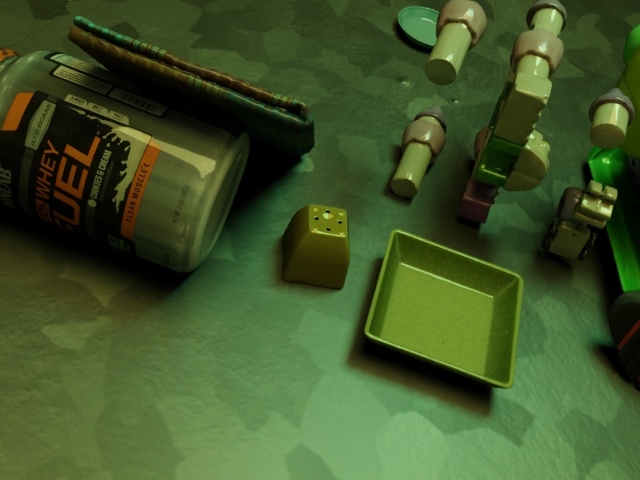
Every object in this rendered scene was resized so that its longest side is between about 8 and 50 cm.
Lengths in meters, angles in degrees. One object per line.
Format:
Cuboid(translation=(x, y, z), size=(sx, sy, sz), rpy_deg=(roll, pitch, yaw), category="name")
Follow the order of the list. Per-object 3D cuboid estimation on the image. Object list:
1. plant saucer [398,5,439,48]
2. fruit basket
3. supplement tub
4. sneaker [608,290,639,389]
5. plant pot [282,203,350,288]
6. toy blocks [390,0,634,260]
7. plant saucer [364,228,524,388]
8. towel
Cuboid(translation=(0.196, -0.385, 1.448), size=(0.119, 0.021, 0.119), rpy_deg=(9, 48, -10), category="plant saucer")
Cuboid(translation=(0.491, -0.121, 1.096), size=(0.392, 0.283, 0.392), rpy_deg=(28, 38, -25), category="fruit basket")
Cuboid(translation=(-0.259, -0.100, 0.927), size=(0.316, 0.193, 0.193), rpy_deg=(21, 47, 0), category="supplement tub")
Cuboid(translation=(0.516, 0.162, 1.040), size=(0.314, 0.116, 0.136), rpy_deg=(36, 38, 4), category="sneaker")
Cuboid(translation=(0.000, 0.000, 1.002), size=(0.081, 0.083, 0.081), rpy_deg=(9, 47, -11), category="plant pot")
Cuboid(translation=(0.290, -0.189, 1.120), size=(0.309, 0.288, 0.260), rpy_deg=(21, 52, 6), category="toy blocks")
Cuboid(translation=(0.155, 0.092, 1.001), size=(0.188, 0.045, 0.188), rpy_deg=(21, 47, -1), category="plant saucer")
Cuboid(translation=(-0.132, -0.176, 0.971), size=(0.272, 0.370, 0.040), rpy_deg=(20, 91, -2), category="towel")
